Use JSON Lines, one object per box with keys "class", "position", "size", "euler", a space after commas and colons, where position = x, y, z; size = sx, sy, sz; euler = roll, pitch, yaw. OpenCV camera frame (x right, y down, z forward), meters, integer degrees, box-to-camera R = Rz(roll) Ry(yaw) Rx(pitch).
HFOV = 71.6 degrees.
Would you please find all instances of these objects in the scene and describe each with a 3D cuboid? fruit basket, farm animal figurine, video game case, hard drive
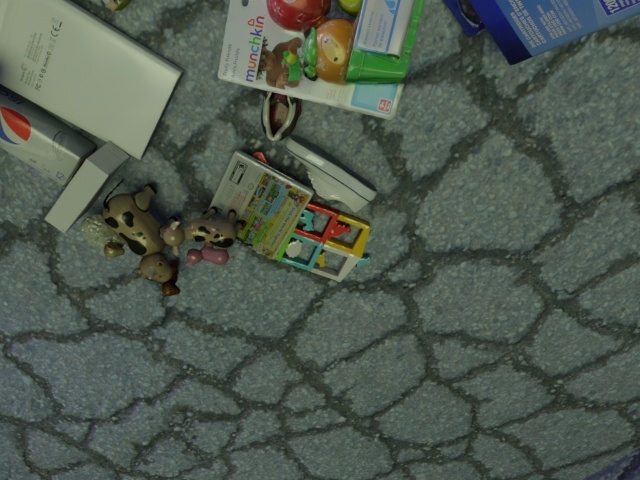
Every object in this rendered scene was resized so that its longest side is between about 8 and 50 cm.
{"class": "fruit basket", "position": [0.009, -0.421, 0.809], "size": [0.354, 0.165, 0.326], "euler": [12, 104, -8]}
{"class": "farm animal figurine", "position": [-0.384, 0.002, 1.061], "size": [0.330, 0.172, 0.327], "euler": [-37, 110, 28]}
{"class": "video game case", "position": [-0.157, -0.082, 1.092], "size": [0.207, 0.026, 0.226], "euler": [28, 121, -9]}
{"class": "hard drive", "position": [-0.507, -0.362, 0.954], "size": [0.353, 0.047, 0.233], "euler": [29, 116, -16]}

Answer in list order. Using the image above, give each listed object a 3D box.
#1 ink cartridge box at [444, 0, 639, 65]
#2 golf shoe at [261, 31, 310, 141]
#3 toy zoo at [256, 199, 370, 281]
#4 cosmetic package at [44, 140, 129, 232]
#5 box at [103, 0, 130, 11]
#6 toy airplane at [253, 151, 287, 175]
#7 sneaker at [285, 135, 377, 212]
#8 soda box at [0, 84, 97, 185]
{"class": "ink cartridge box", "position": [0.399, -0.485, 0.751], "size": [0.270, 0.396, 0.151], "euler": [44, 72, -21]}
{"class": "golf shoe", "position": [-0.067, -0.339, 0.932], "size": [0.106, 0.120, 0.272], "euler": [9, 118, -4]}
{"class": "toy zoo", "position": [0.000, 0.000, 1.176], "size": [0.294, 0.030, 0.192], "euler": [20, 118, -11]}
{"class": "cosmetic package", "position": [-0.549, -0.123, 1.037], "size": [0.060, 0.098, 0.239], "euler": [40, 122, -21]}
{"class": "box", "position": [-0.342, -0.550, 0.841], "size": [0.232, 0.058, 0.087], "euler": [-36, 114, 17]}
{"class": "toy airplane", "position": [-0.151, -0.141, 1.089], "size": [0.152, 0.028, 0.151], "euler": [3, 117, 6]}
{"class": "sneaker", "position": [0.014, -0.148, 1.055], "size": [0.258, 0.094, 0.091], "euler": [32, 110, -18]}
{"class": "soda box", "position": [-0.665, -0.252, 0.987], "size": [0.286, 0.098, 0.091], "euler": [36, 113, -18]}
